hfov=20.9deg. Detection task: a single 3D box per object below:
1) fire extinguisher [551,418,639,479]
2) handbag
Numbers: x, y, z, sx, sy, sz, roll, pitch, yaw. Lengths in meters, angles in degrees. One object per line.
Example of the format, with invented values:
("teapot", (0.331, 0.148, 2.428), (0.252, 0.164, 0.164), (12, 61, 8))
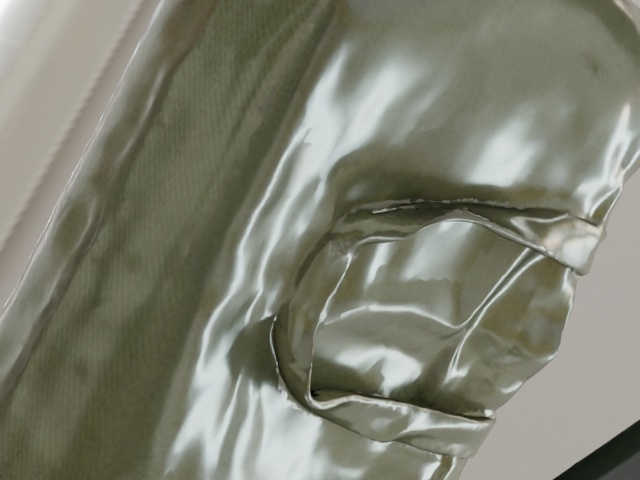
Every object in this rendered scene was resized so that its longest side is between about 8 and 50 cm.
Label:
("fire extinguisher", (0.044, 0.134, 0.455), (0.095, 0.114, 0.311), (45, -59, -7))
("handbag", (0.001, 0.004, 0.638), (0.109, 0.253, 0.316), (36, -78, 39))
